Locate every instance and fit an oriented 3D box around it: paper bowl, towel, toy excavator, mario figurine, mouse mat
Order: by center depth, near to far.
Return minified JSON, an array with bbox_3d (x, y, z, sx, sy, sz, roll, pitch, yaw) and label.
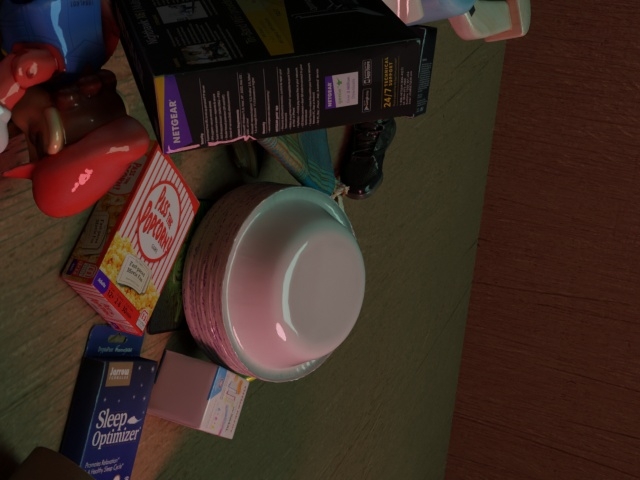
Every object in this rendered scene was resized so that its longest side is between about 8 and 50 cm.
[{"bbox_3d":[-0.269,-0.177,0.903,0.198,0.170,0.321,-14,109,-28],"label":"mario figurine"},{"bbox_3d":[-0.186,0.035,1.367,0.152,0.007,0.190,-1,102,-70],"label":"mouse mat"},{"bbox_3d":[-0.046,-0.226,1.387,0.370,0.040,0.272,41,43,-72],"label":"towel"},{"bbox_3d":[-0.046,0.062,1.408,0.284,0.148,0.285,-11,105,-47],"label":"paper bowl"},{"bbox_3d":[0.184,-0.431,1.580,0.445,0.222,0.433,62,41,-34],"label":"toy excavator"}]

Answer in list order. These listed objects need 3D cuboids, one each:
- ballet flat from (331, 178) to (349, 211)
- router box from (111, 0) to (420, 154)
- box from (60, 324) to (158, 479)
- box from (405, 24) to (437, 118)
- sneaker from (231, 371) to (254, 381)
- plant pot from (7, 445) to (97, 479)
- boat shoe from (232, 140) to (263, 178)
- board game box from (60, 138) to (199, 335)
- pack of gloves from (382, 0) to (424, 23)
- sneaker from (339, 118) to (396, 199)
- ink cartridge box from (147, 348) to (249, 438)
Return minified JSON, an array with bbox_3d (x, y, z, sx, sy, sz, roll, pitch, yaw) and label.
[{"bbox_3d":[0.000,0.000,1.751,0.091,0.077,0.241,-26,126,-67],"label":"ballet flat"},{"bbox_3d":[-0.069,-0.208,0.981,0.309,0.242,0.081,-118,-158,-52],"label":"router box"},{"bbox_3d":[-0.264,0.220,1.228,0.136,0.036,0.225,19,83,-70],"label":"box"},{"bbox_3d":[0.115,-0.310,1.753,0.093,0.155,0.158,-30,130,-65],"label":"box"},{"bbox_3d":[-0.091,0.078,1.551,0.123,0.109,0.296,35,70,-41],"label":"sneaker"},{"bbox_3d":[-0.300,0.395,0.979,0.274,0.256,0.257,-44,145,-30],"label":"plant pot"},{"bbox_3d":[-0.113,-0.144,1.416,0.153,0.048,0.056,79,17,-61],"label":"boat shoe"},{"bbox_3d":[-0.222,-0.004,1.182,0.147,0.045,0.194,64,42,-59],"label":"board game box"},{"bbox_3d":[0.036,-0.348,1.306,0.046,0.195,0.232,-117,-176,-45],"label":"pack of gloves"},{"bbox_3d":[0.085,-0.189,1.860,0.130,0.087,0.228,75,30,-49],"label":"sneaker"},{"bbox_3d":[-0.169,0.222,1.404,0.143,0.089,0.092,46,59,-66],"label":"ink cartridge box"}]
